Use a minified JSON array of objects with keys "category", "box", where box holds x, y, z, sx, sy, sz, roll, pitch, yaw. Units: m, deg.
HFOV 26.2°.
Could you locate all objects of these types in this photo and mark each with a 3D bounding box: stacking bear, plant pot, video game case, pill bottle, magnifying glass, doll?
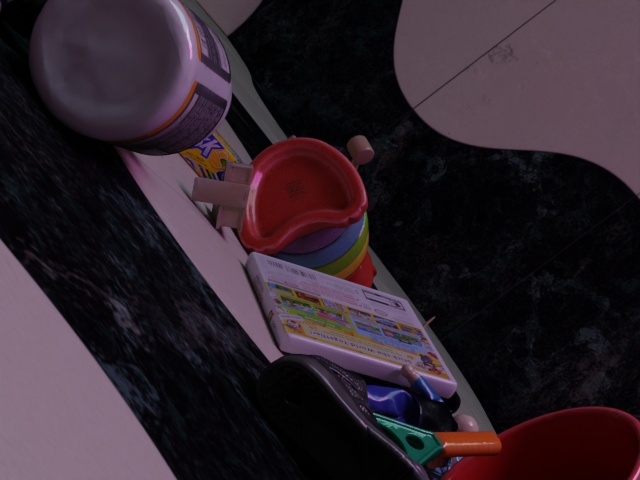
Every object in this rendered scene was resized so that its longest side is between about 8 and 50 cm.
[{"category":"stacking bear","box":[0.000,0.000,1.920,0.289,0.175,0.164,64,8,-56]},{"category":"plant pot","box":[0.269,0.353,1.464,0.243,0.275,0.275,62,3,-15]},{"category":"video game case","box":[0.033,0.099,1.638,0.227,0.026,0.206,19,20,-23]},{"category":"pill bottle","box":[-0.178,-0.169,1.390,0.162,0.162,0.278,53,4,5]},{"category":"magnifying glass","box":[0.102,0.216,1.443,0.231,0.026,0.092,4,37,-39]},{"category":"doll","box":[0.101,0.195,1.521,0.189,0.046,0.129,16,47,-31]}]

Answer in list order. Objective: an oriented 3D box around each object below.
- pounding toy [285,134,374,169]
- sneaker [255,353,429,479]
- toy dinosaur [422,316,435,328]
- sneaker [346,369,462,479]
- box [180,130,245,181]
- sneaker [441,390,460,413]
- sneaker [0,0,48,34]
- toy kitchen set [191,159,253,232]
[{"category":"pounding toy","box":[0.001,-0.068,2.041,0.181,0.206,0.094,48,7,-47]},{"category":"sneaker","box":[0.038,0.193,1.271,0.227,0.087,0.130,48,11,4]},{"category":"toy dinosaur","box":[0.082,0.148,1.874,0.183,0.092,0.053,-15,96,-52]},{"category":"sneaker","box":[0.087,0.195,1.620,0.262,0.104,0.125,56,8,34]},{"category":"box","box":[-0.164,-0.133,1.858,0.169,0.054,0.059,49,6,-34]},{"category":"sneaker","box":[0.155,0.219,1.986,0.132,0.086,0.228,29,1,32]},{"category":"sneaker","box":[-0.310,-0.289,1.436,0.146,0.102,0.293,55,8,-28]},{"category":"toy kitchen set","box":[-0.126,-0.064,1.695,0.068,0.083,0.075,9,17,-11]}]
